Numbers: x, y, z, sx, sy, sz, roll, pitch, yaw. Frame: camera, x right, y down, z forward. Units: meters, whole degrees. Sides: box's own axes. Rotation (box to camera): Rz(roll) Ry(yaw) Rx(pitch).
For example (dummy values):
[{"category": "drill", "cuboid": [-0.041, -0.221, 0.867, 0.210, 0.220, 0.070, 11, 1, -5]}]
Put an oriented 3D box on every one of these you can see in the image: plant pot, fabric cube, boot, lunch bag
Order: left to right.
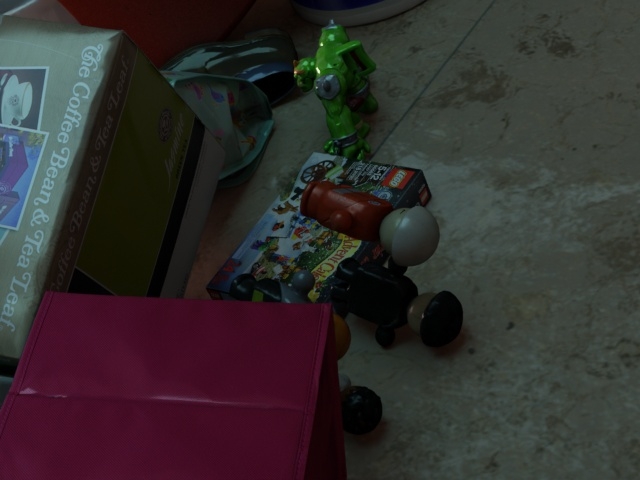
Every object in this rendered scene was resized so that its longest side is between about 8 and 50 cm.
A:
[{"category": "lunch bag", "cuboid": [-0.202, -0.132, 1.823, 0.223, 0.160, 0.262, -6, 9, 23]}, {"category": "plant pot", "cuboid": [-0.210, -0.402, 2.006, 0.236, 0.267, 0.267, -31, 36, 20]}, {"category": "fabric cube", "cuboid": [-0.123, 0.221, 1.262, 0.258, 0.254, 0.259, 3, 43, 7]}, {"category": "boot", "cuboid": [-0.130, -0.209, 1.939, 0.219, 0.082, 0.106, -23, 36, -1]}]

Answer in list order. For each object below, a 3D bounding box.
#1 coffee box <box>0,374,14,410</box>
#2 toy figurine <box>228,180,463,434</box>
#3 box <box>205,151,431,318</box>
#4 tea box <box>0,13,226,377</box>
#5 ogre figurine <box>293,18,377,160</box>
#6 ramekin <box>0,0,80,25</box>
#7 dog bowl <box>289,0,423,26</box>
[{"category": "coffee box", "cuboid": [-0.480, 0.259, 1.289, 0.337, 0.334, 0.338, 5, 84, 31]}, {"category": "toy figurine", "cuboid": [0.030, 0.070, 1.434, 0.148, 0.213, 0.209, 23, 59, 30]}, {"category": "box", "cuboid": [0.000, 0.000, 1.659, 0.159, 0.044, 0.233, 11, 50, 37]}, {"category": "tea box", "cuboid": [-0.281, -0.016, 1.493, 0.220, 0.323, 0.329, 11, 74, 17]}, {"category": "ogre figurine", "cuboid": [0.027, -0.190, 1.804, 0.097, 0.118, 0.197, 1, 45, 29]}, {"category": "ramekin", "cuboid": [-0.453, -0.354, 2.231, 0.277, 0.135, 0.277, -14, 40, 12]}, {"category": "dog bowl", "cuboid": [0.065, -0.420, 2.059, 0.265, 0.104, 0.265, -14, 40, 12]}]
